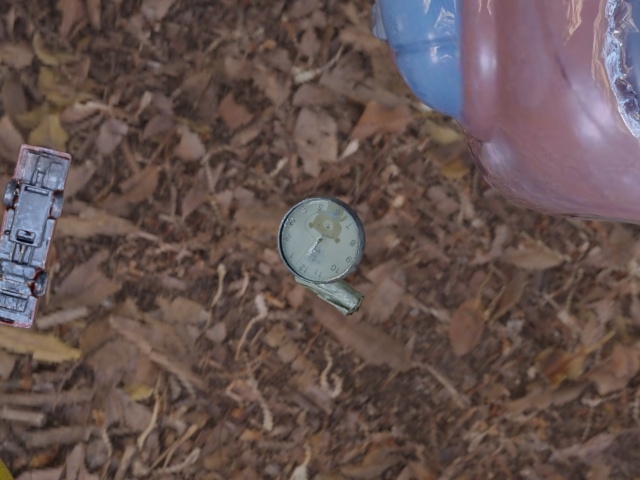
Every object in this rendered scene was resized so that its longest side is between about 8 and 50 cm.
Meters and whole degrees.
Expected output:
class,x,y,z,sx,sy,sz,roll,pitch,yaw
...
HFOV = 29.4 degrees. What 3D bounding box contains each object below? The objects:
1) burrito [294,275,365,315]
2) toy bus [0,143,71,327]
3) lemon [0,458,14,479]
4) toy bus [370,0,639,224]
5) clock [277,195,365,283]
class,x,y,z,sx,sy,sz,roll,pitch,yaw
burrito,0.009,0.064,1.728,0.118,0.074,0.044,36,98,16
toy bus,-0.313,-0.007,1.309,0.065,0.077,0.192,14,97,-7
lemon,-0.507,0.371,1.424,0.347,0.348,0.348,7,61,-13
toy bus,0.132,-0.090,0.403,0.231,0.294,0.197,-5,97,3
clock,0.000,0.000,1.137,0.085,0.017,0.085,1,94,17
